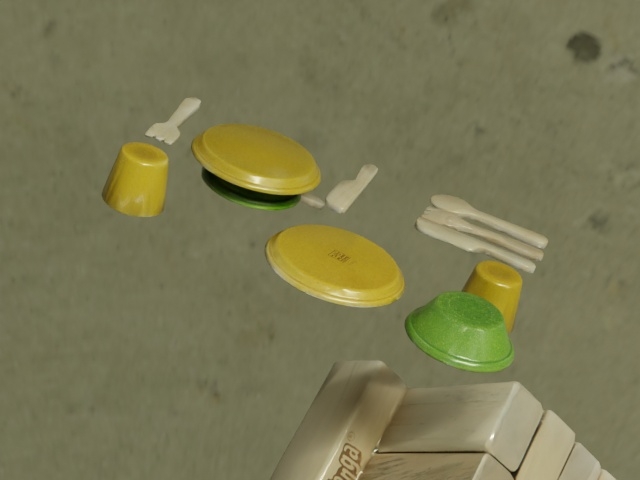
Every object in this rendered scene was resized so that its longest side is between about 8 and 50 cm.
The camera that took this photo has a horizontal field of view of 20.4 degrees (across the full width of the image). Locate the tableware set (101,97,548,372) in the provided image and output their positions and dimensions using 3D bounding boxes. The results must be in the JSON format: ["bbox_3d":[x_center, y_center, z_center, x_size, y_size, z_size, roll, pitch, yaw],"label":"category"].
[{"bbox_3d":[0.000,0.000,0.614,0.154,0.024,0.104,22,27,8],"label":"tableware set"}]

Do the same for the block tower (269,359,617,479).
[{"bbox_3d":[0.119,0.181,0.690,0.335,0.097,0.091,44,60,-25],"label":"block tower"}]
